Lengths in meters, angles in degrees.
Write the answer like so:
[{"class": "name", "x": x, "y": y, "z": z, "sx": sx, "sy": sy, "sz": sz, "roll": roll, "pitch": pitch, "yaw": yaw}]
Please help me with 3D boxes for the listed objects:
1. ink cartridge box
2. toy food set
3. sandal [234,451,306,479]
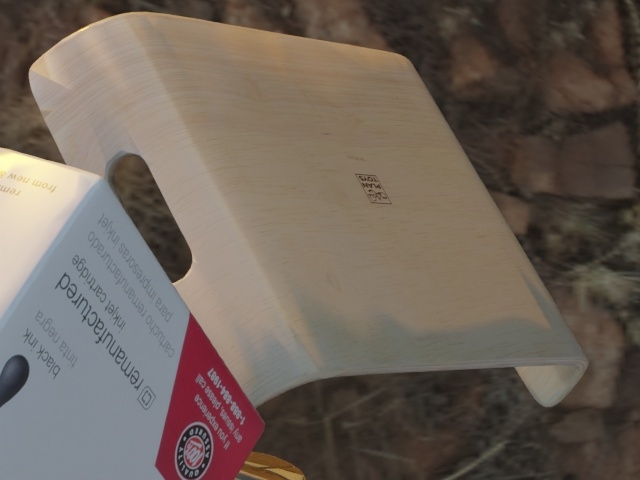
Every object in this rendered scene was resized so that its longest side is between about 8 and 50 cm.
[{"class": "ink cartridge box", "x": -0.089, "y": 0.069, "z": 0.437, "sx": 0.063, "sy": 0.109, "sz": 0.150, "roll": 14, "pitch": 61, "yaw": 31}, {"class": "toy food set", "x": 0.000, "y": 0.000, "z": 1.047, "sx": 0.092, "sy": 0.306, "sz": 0.220, "roll": -42, "pitch": 64, "yaw": 31}, {"class": "sandal", "x": -0.091, "y": 0.181, "z": 1.504, "sx": 0.180, "sy": 0.072, "sz": 0.049, "roll": 17, "pitch": 106, "yaw": 33}]
